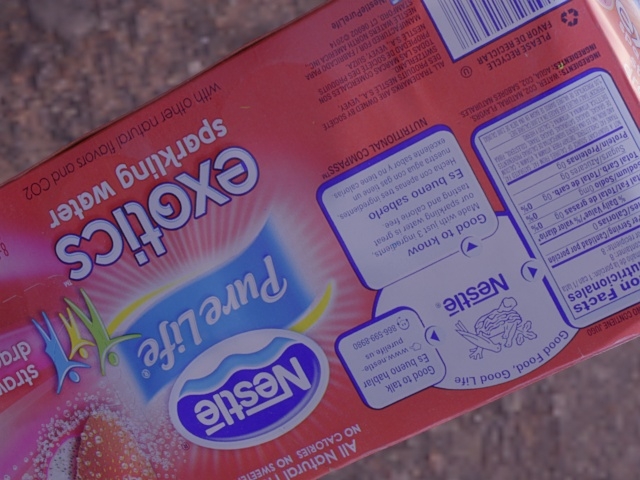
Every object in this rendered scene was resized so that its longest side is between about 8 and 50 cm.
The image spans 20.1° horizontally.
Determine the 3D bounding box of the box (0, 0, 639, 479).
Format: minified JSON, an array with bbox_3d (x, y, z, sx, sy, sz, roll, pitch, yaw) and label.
[{"bbox_3d":[0.000,0.000,0.692,0.154,0.300,0.142,61,22,-2],"label":"box"}]
